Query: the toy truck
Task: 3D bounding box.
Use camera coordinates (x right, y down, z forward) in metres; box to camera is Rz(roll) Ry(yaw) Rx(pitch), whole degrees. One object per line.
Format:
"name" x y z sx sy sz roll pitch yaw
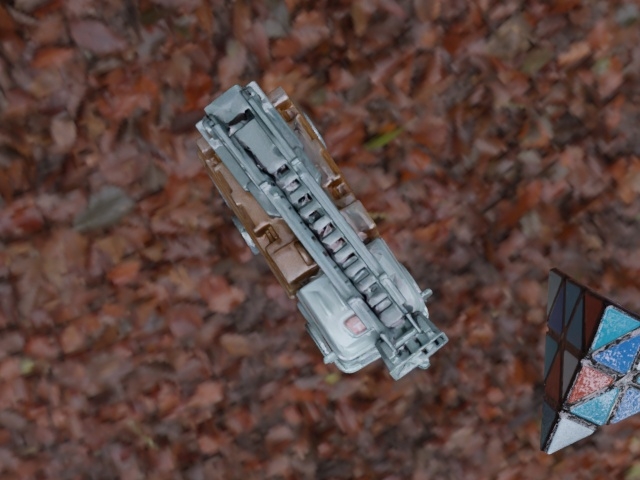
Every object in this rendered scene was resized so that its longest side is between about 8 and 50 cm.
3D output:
"toy truck" 0.000 0.000 1.241 0.133 0.338 0.184 -33 172 -2

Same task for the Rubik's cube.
"Rubik's cube" 0.362 0.096 1.668 0.284 0.234 0.250 -28 133 4
